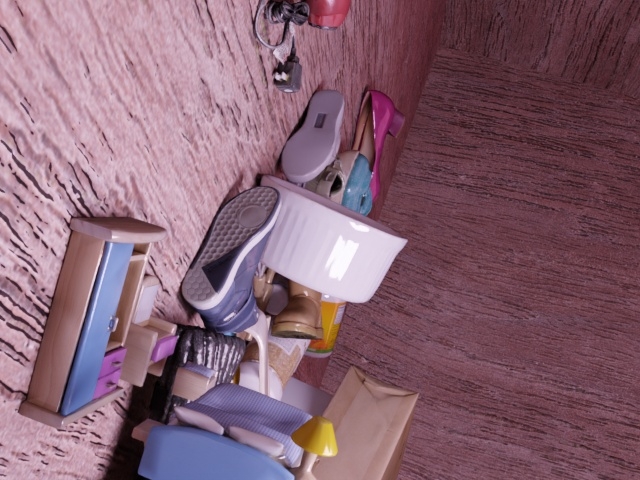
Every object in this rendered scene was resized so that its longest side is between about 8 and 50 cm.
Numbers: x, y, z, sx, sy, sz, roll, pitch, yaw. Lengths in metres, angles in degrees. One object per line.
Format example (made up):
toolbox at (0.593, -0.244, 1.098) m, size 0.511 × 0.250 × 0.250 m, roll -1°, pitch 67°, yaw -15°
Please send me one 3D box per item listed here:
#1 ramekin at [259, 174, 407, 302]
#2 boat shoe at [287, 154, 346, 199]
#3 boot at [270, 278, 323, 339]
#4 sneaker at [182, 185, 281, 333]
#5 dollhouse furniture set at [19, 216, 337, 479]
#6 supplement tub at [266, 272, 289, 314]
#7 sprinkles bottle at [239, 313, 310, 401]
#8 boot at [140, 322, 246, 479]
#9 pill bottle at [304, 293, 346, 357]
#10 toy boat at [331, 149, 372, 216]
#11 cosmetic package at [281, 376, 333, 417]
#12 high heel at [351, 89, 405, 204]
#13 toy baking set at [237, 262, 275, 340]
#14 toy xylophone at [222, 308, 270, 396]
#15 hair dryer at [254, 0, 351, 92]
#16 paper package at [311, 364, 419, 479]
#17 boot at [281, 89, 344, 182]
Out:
ramekin at (0.000, 0.000, 1.342) m, size 0.135 × 0.277 × 0.277 m, roll -65°, pitch 172°, yaw 6°
boat shoe at (0.007, -0.127, 1.665) m, size 0.302 × 0.094 × 0.109 m, roll -51°, pitch 157°, yaw -67°
boot at (-0.045, 0.061, 1.536) m, size 0.236 × 0.089 × 0.270 m, roll 53°, pitch 36°, yaw -79°
sneaker at (-0.121, 0.038, 1.183) m, size 0.226 × 0.086 × 0.163 m, roll -58°, pitch 155°, yaw -23°
dollhouse furniture set at (-0.101, 0.115, 0.813) m, size 0.286 × 0.303 × 0.198 m, roll -12°, pitch 119°, yaw -80°
supplement tub at (-0.083, 0.109, 1.649) m, size 0.107 × 0.071 × 0.071 m, roll -50°, pitch 156°, yaw -67°
sprinkles bottle at (-0.099, 0.239, 1.642) m, size 0.355 × 0.121 × 0.121 m, roll -57°, pitch 162°, yaw -61°
boot at (-0.188, 0.259, 1.124) m, size 0.348 × 0.131 × 0.260 m, roll 129°, pitch -33°, yaw -76°
pill bottle at (-0.004, 0.175, 2.039) m, size 0.136 × 0.136 × 0.246 m, roll -39°, pitch 145°, yaw -74°
toy boat at (0.063, -0.057, 1.969) m, size 0.267 × 0.148 × 0.318 m, roll 88°, pitch 21°, yaw -65°
cosmetic package at (-0.131, 0.475, 1.574) m, size 0.453 × 0.161 × 0.230 m, roll -30°, pitch 137°, yaw -65°
high heel at (0.104, -0.234, 2.157) m, size 0.181 × 0.127 × 0.378 m, roll 26°, pitch 85°, yaw -52°
toy baking set at (-0.124, 0.093, 1.497) m, size 0.197 × 0.030 × 0.256 m, roll 75°, pitch 34°, yaw -74°
toy xylophone at (-0.133, 0.255, 1.344) m, size 0.236 × 0.081 × 0.323 m, roll -91°, pitch -179°, yaw -85°
hair dryer at (-0.005, -0.382, 1.163) m, size 0.223 × 0.080 × 0.294 m, roll 71°, pitch 37°, yaw -74°
paper package at (0.068, 0.492, 1.643) m, size 0.325 × 0.168 × 0.309 m, roll 93°, pitch 22°, yaw -43°
boot at (-0.005, -0.172, 1.496) m, size 0.123 × 0.095 × 0.258 m, roll 87°, pitch 20°, yaw -48°
